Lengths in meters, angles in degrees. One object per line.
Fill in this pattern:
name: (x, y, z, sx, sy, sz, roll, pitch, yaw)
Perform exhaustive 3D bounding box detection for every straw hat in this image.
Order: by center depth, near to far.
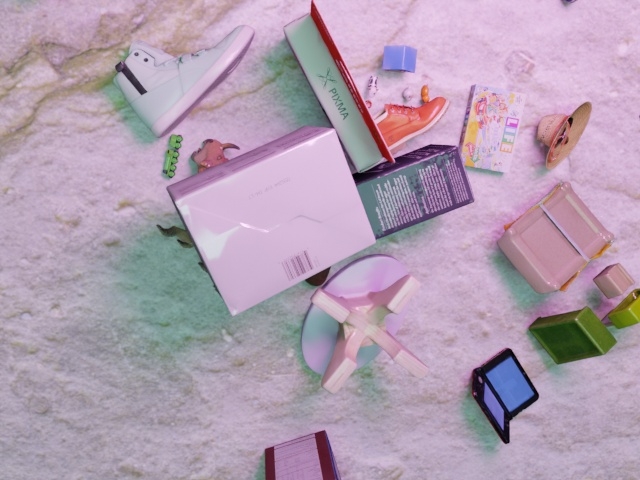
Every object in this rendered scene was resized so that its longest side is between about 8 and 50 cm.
straw hat: (0.450, -0.212, 1.104, 0.061, 0.144, 0.144, 37, 96, 32)

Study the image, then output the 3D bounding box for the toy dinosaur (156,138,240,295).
toy dinosaur: (-0.158, -0.027, 1.050, 0.200, 0.127, 0.295, -40, 107, -5)

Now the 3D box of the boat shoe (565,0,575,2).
boat shoe: (0.478, -0.531, 1.050, 0.066, 0.066, 0.183, -6, 100, -6)

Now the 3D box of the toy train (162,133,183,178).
toy train: (-0.274, -0.157, 1.064, 0.024, 0.017, 0.083, 16, 98, 1)

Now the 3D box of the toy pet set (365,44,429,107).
toy pet set: (0.150, -0.295, 1.059, 0.122, 0.065, 0.114, 4, 100, -7)

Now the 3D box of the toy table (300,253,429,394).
toy table: (0.080, 0.161, 1.085, 0.252, 0.161, 0.274, 25, 95, -10)

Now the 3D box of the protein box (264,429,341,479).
protein box: (-0.015, 0.520, 1.115, 0.136, 0.201, 0.199, -17, 101, -2)

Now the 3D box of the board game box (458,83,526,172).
board game box: (0.328, -0.214, 1.111, 0.104, 0.026, 0.154, 8, 99, -8)

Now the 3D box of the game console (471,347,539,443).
game console: (0.384, 0.319, 1.184, 0.085, 0.124, 0.144, -29, 102, 27)

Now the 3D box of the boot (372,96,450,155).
boot: (0.161, -0.230, 1.063, 0.158, 0.059, 0.084, -34, 108, 10)

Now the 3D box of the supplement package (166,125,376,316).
supplement package: (-0.080, -0.040, 0.933, 0.262, 0.145, 0.203, -26, 111, -12)

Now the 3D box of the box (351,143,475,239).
box: (0.148, -0.091, 1.051, 0.207, 0.153, 0.108, -21, 102, -1)

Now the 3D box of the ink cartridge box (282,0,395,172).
ink cartridge box: (0.025, -0.244, 0.964, 0.060, 0.239, 0.275, -28, 102, 6)

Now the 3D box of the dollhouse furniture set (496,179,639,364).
dollhouse furniture set: (0.485, 0.064, 1.159, 0.198, 0.151, 0.301, -35, 84, -20)

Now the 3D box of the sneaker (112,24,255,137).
sneaker: (-0.243, -0.319, 1.000, 0.256, 0.094, 0.151, -43, 98, 1)

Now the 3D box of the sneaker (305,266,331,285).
sneaker: (0.000, 0.000, 1.092, 0.066, 0.071, 0.188, 7, 99, -7)
